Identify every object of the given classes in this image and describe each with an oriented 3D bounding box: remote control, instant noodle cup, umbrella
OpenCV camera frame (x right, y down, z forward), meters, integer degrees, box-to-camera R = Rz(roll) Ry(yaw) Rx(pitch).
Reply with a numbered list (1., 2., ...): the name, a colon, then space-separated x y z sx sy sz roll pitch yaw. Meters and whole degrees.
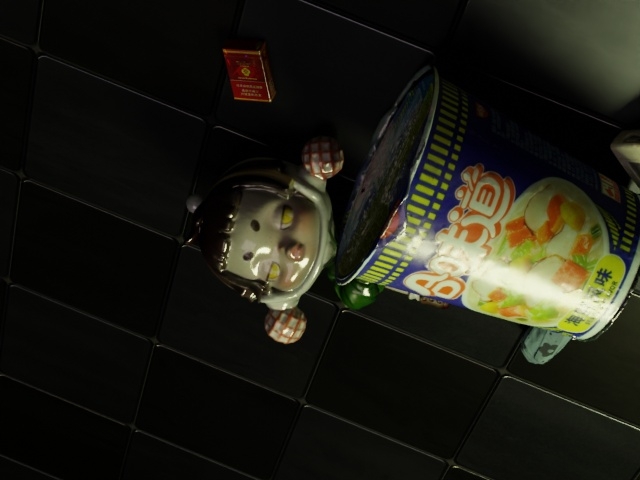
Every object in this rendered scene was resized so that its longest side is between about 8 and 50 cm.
1. remote control: 0.439 -0.047 1.770 0.230 0.049 0.090 48 162 -25
2. instant noodle cup: 0.211 -0.021 1.762 0.312 0.284 0.284 22 138 -10
3. umbrella: 0.336 0.084 1.955 0.053 0.052 0.250 53 142 19

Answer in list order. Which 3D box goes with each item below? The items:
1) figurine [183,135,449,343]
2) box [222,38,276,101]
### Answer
1. figurine: 0.000 0.000 1.944 0.370 0.167 0.281 12 103 -2
2. box: -0.089 -0.213 1.862 0.051 0.023 0.082 5 135 18
